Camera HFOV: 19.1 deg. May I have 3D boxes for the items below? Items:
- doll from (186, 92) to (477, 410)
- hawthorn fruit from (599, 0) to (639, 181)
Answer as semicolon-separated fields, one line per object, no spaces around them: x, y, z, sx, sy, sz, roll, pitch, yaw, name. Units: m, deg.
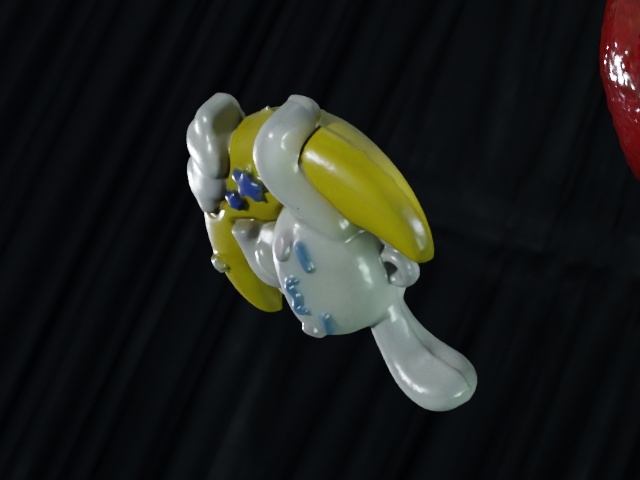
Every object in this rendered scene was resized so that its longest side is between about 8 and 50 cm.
0.000;0.000;1.440;0.237;0.111;0.252;14;132;37;doll
0.359;-0.170;1.638;0.265;0.265;0.307;7;160;31;hawthorn fruit
